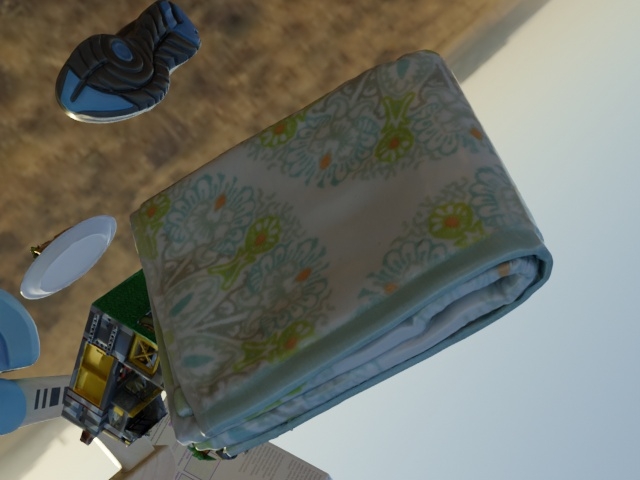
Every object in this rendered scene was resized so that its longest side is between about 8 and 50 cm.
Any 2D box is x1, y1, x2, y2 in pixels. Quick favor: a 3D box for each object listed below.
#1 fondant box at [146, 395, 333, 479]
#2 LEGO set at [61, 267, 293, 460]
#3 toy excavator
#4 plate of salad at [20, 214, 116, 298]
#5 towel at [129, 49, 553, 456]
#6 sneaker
[{"bbox_3d":[-0.178,0.448,2.190,0.238,0.330,0.096,-61,167,-13],"label":"fondant box"},{"bbox_3d":[-0.128,0.142,1.377,0.331,0.255,0.192,-54,168,-57],"label":"LEGO set"},{"bbox_3d":[-0.444,0.205,1.731,0.445,0.433,0.222,-9,176,-28],"label":"toy excavator"},{"bbox_3d":[-0.431,0.022,2.090,0.200,0.048,0.200,-41,165,-13],"label":"plate of salad"},{"bbox_3d":[0.000,0.000,1.181,0.374,0.090,0.320,-28,-133,8],"label":"towel"},{"bbox_3d":[-0.282,-0.225,1.737,0.139,0.125,0.341,-37,-173,29],"label":"sneaker"}]
